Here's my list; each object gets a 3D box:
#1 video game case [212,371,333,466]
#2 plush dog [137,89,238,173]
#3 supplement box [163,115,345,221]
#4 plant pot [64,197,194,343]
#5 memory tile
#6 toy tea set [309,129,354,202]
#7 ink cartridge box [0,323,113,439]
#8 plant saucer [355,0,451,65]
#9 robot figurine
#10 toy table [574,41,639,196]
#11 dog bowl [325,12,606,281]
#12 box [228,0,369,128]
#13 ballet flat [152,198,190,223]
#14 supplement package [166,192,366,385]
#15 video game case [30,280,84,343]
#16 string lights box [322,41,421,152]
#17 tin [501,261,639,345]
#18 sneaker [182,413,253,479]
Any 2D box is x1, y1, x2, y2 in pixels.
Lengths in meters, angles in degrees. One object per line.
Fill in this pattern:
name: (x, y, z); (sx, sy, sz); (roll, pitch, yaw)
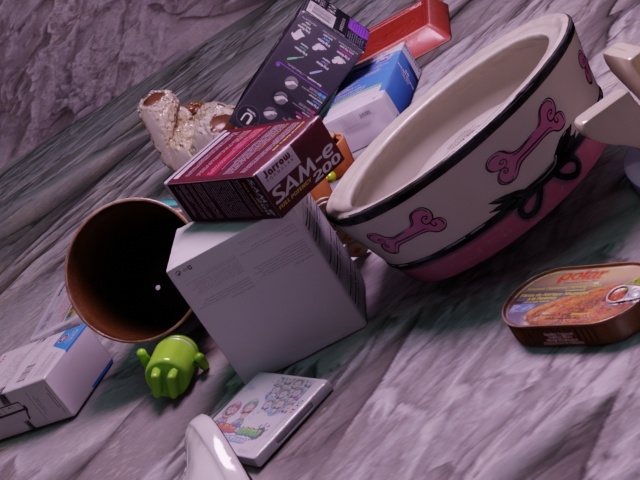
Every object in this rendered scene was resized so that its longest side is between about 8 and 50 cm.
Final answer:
video game case: (-0.077, 0.223, 1.566); (0.143, 0.019, 0.157); (-45, 24, -28)
plush dog: (-0.223, -0.213, 2.569); (0.262, 0.210, 0.225); (19, 34, 30)
supplement box: (-0.091, -0.091, 1.631); (0.130, 0.073, 0.239); (-44, 22, -26)
plant pot: (-0.253, 0.053, 1.924); (0.215, 0.215, 0.230); (-31, -10, 7)
memory tile: (0.000, 0.000, 1.786); (0.113, 0.148, 0.012); (-28, 49, 10)
toy tea set: (-0.069, -0.090, 2.092); (0.200, 0.124, 0.336); (-19, 25, 32)
ink cartridge box: (-0.459, 0.232, 1.998); (0.203, 0.086, 0.148); (-21, 24, 31)
plant saucer: (0.150, -0.422, 2.617); (0.258, 0.048, 0.259); (-27, 23, 16)
robot figurine: (-0.214, 0.180, 1.786); (0.101, 0.067, 0.115); (1, 28, 9)
toy table: (0.432, -0.147, 1.457); (0.252, 0.161, 0.274); (-40, 23, -16)
dog bowl: (0.205, -0.112, 1.629); (0.408, 0.150, 0.408); (-39, 13, 10)
box: (-0.041, -0.319, 2.387); (0.270, 0.143, 0.165); (-53, 9, 24)
ballet flat: (-0.219, -0.030, 2.105); (0.107, 0.106, 0.316); (0, 10, 30)
supplement package: (-0.069, 0.047, 1.683); (0.194, 0.203, 0.149); (-28, 21, 12)
video game case: (-0.433, 0.099, 2.339); (0.206, 0.026, 0.227); (-27, 21, 17)
string lights box: (0.098, -0.268, 2.309); (0.133, 0.077, 0.259); (-22, 23, 26)
tin: (0.286, 0.071, 1.359); (0.190, 0.040, 0.106); (-6, 37, 49)
sneaker: (-0.132, 0.289, 1.376); (0.123, 0.106, 0.290); (-33, 22, -6)
